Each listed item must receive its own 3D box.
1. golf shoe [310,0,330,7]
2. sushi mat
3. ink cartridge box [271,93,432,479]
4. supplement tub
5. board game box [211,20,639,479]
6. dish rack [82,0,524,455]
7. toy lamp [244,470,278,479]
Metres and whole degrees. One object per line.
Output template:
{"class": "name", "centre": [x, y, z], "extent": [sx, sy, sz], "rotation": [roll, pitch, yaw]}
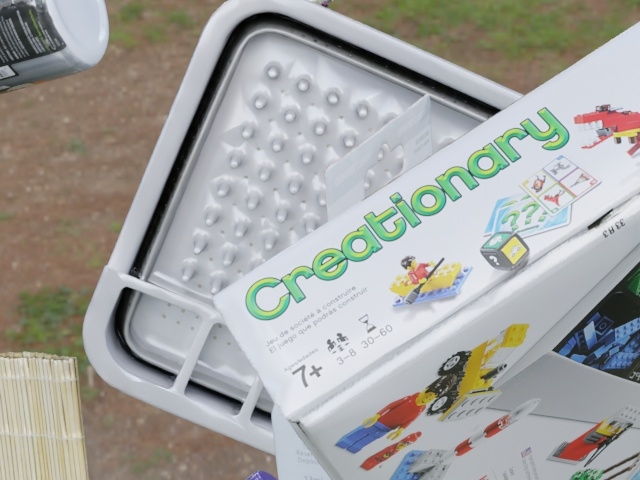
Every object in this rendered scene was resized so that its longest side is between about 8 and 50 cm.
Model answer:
{"class": "golf shoe", "centre": [-0.049, -0.252, 1.195], "extent": [0.067, 0.086, 0.186], "rotation": [-48, 28, 1]}
{"class": "sushi mat", "centre": [-0.329, 0.284, 1.398], "extent": [0.151, 0.316, 0.019], "rotation": [-3, 5, 25]}
{"class": "ink cartridge box", "centre": [0.025, 0.042, 0.768], "extent": [0.066, 0.232, 0.189], "rotation": [-1, 19, 24]}
{"class": "supplement tub", "centre": [-0.277, -0.171, 0.978], "extent": [0.190, 0.117, 0.117], "rotation": [-11, 19, 17]}
{"class": "board game box", "centre": [0.096, 0.049, 0.460], "extent": [0.193, 0.305, 0.053], "rotation": [-33, 59, -4]}
{"class": "dish rack", "centre": [0.000, 0.000, 0.939], "extent": [0.285, 0.333, 0.072], "rotation": [23, 15, -4]}
{"class": "toy lamp", "centre": [-0.147, 0.453, 1.761], "extent": [0.080, 0.274, 0.080], "rotation": [32, 7, -5]}
